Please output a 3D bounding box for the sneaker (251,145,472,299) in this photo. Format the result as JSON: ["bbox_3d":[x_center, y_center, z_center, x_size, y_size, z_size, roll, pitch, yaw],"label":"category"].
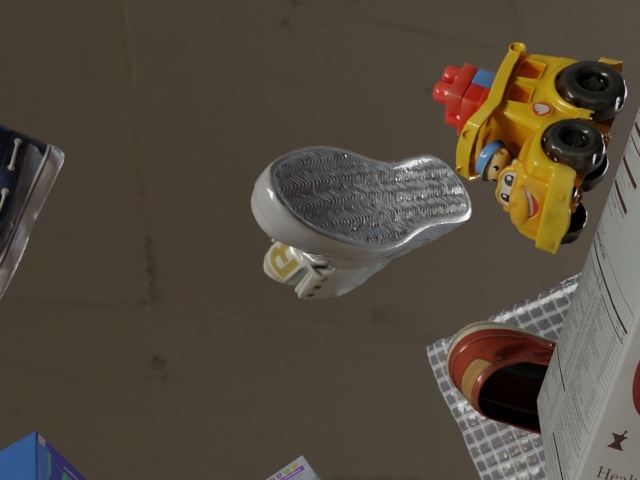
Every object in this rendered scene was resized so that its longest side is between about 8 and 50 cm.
[{"bbox_3d":[0.000,0.000,1.343,0.292,0.169,0.108,-1,-119,-56],"label":"sneaker"}]

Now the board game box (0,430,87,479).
[{"bbox_3d":[-0.217,0.291,1.320,0.160,0.047,0.210,52,-167,-34],"label":"board game box"}]

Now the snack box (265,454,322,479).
[{"bbox_3d":[-0.040,0.350,1.557,0.174,0.070,0.207,-32,-53,-10],"label":"snack box"}]

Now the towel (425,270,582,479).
[{"bbox_3d":[0.295,0.176,1.855,0.121,0.283,0.235,0,-116,-65],"label":"towel"}]

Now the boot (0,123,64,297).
[{"bbox_3d":[-0.313,-0.016,1.396,0.086,0.069,0.190,26,-109,-16],"label":"boot"}]

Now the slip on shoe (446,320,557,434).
[{"bbox_3d":[0.293,0.170,1.578,0.331,0.123,0.101,14,-156,-9],"label":"slip on shoe"}]

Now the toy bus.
[{"bbox_3d":[0.221,-0.118,1.694,0.211,0.149,0.220,18,-131,10],"label":"toy bus"}]

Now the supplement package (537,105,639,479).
[{"bbox_3d":[0.238,0.052,0.779,0.194,0.203,0.149,15,-160,-2],"label":"supplement package"}]
